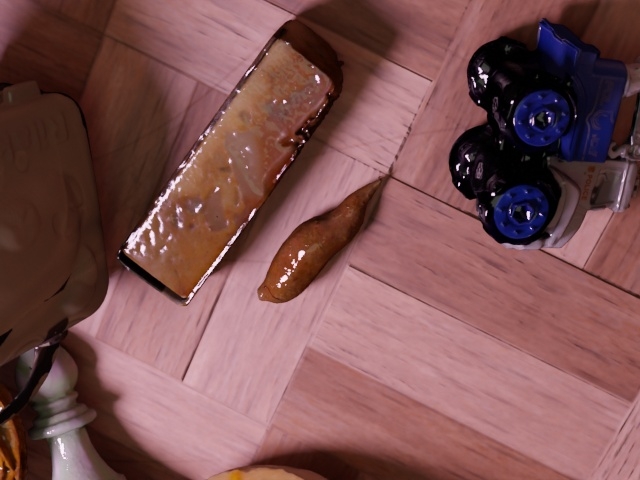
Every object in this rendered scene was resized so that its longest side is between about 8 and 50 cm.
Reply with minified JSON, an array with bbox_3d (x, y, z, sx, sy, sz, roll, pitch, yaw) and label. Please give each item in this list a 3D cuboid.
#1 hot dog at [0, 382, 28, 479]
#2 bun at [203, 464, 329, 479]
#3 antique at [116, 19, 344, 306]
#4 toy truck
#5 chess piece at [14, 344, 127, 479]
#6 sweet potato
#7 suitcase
[{"bbox_3d":[-0.409,0.250,1.707,0.114,0.175,0.259,19,118,-40],"label":"hot dog"},{"bbox_3d":[-0.059,0.400,1.655,0.299,0.299,0.165,-11,150,17],"label":"bun"},{"bbox_3d":[-0.086,-0.079,1.549,0.093,0.087,0.310,36,114,-3],"label":"antique"},{"bbox_3d":[0.229,-0.096,1.447,0.177,0.161,0.213,4,113,-13],"label":"toy truck"},{"bbox_3d":[-0.287,0.223,1.705,0.139,0.139,0.272,-17,93,19],"label":"chess piece"},{"bbox_3d":[0.000,0.000,1.578,0.056,0.056,0.195,45,110,-5],"label":"sweet potato"},{"bbox_3d":[-0.358,0.026,1.513,0.194,0.351,0.339,5,111,32],"label":"suitcase"}]
